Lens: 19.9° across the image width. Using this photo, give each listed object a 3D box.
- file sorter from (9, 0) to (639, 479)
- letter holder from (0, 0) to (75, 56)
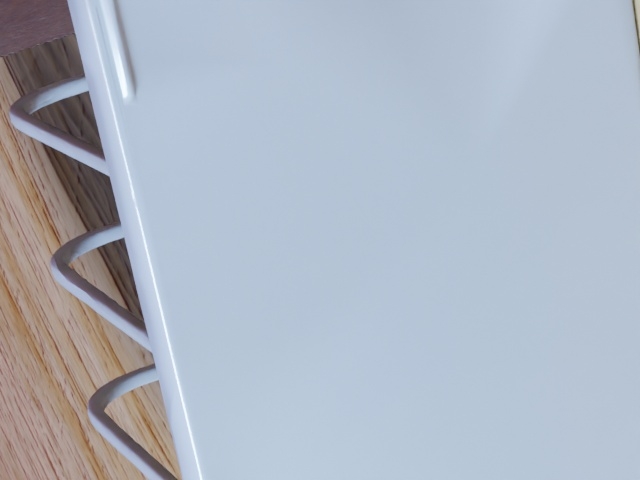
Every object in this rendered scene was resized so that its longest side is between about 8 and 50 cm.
[{"bbox_3d":[0.000,0.000,0.682,0.173,0.193,0.277,24,130,60],"label":"file sorter"},{"bbox_3d":[-0.207,-0.176,0.868,0.152,0.214,0.302,67,165,3],"label":"letter holder"}]
